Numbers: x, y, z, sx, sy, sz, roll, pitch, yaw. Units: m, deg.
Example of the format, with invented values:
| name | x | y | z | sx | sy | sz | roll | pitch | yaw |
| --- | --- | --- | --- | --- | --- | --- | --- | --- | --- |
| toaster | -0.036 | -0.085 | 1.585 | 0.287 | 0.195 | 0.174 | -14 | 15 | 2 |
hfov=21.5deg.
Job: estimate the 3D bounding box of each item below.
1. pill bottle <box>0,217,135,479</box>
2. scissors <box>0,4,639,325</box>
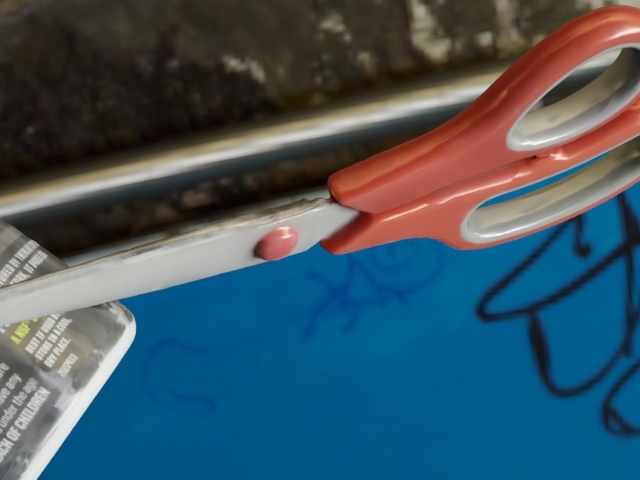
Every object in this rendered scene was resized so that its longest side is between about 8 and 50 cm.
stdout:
| name | x | y | z | sx | sy | sz | roll | pitch | yaw |
| --- | --- | --- | --- | --- | --- | --- | --- | --- | --- |
| pill bottle | -0.204 | 0.012 | 0.649 | 0.130 | 0.245 | 0.130 | -53 | -176 | 5 |
| scissors | 0.000 | 0.000 | 0.592 | 0.297 | 0.109 | 0.021 | -25 | -119 | -12 |
